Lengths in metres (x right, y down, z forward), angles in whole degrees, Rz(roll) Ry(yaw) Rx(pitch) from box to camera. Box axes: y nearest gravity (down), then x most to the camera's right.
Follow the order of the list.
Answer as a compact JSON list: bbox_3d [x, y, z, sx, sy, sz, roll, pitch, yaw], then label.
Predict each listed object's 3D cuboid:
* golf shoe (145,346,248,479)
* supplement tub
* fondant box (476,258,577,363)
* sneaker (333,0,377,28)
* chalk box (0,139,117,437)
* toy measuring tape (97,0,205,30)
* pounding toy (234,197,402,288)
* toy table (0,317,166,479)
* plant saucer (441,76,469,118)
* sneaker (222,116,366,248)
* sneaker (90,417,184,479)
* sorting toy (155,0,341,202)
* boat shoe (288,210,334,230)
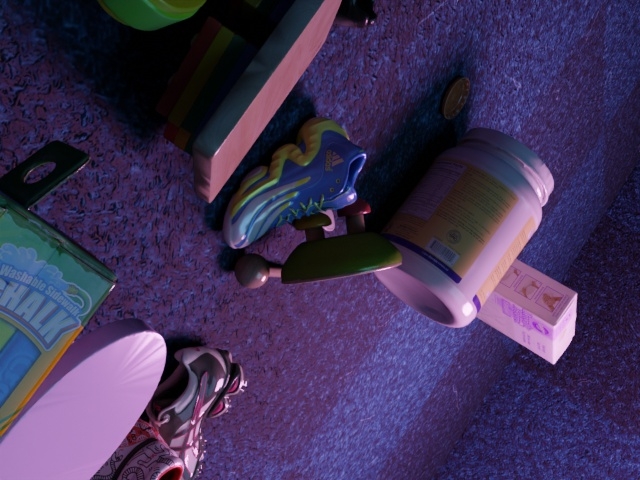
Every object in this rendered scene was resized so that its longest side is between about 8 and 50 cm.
[{"bbox_3d":[-0.224,0.279,1.212,0.120,0.105,0.273,27,90,-45],"label":"golf shoe"},{"bbox_3d":[0.271,-0.027,1.549,0.331,0.241,0.241,-52,152,-13],"label":"supplement tub"},{"bbox_3d":[0.412,0.120,1.834,0.096,0.330,0.238,-51,151,-14],"label":"fondant box"},{"bbox_3d":[0.066,-0.371,1.003,0.078,0.106,0.234,-14,129,-55],"label":"sneaker"},{"bbox_3d":[-0.304,0.027,0.653,0.179,0.180,0.289,41,78,-37],"label":"chalk box"},{"bbox_3d":[-0.123,-0.268,0.784,0.330,0.121,0.122,-28,140,-54],"label":"toy measuring tape"},{"bbox_3d":[0.000,0.000,1.211,0.183,0.236,0.110,-11,92,-64],"label":"pounding toy"},{"bbox_3d":[-0.313,0.167,0.855,0.274,0.160,0.252,-45,150,-24],"label":"toy table"},{"bbox_3d":[0.253,-0.269,1.520,0.083,0.013,0.084,-39,146,-33],"label":"plant saucer"},{"bbox_3d":[-0.027,-0.069,1.130,0.240,0.126,0.091,-52,152,-14],"label":"sneaker"},{"bbox_3d":[-0.306,0.367,1.084,0.270,0.145,0.090,-48,151,-20],"label":"sneaker"},{"bbox_3d":[-0.081,-0.187,0.869,0.256,0.089,0.257,-56,-177,-11],"label":"sorting toy"},{"bbox_3d":[-0.015,-0.035,1.284,0.125,0.038,0.046,2,74,-66],"label":"boat shoe"}]
